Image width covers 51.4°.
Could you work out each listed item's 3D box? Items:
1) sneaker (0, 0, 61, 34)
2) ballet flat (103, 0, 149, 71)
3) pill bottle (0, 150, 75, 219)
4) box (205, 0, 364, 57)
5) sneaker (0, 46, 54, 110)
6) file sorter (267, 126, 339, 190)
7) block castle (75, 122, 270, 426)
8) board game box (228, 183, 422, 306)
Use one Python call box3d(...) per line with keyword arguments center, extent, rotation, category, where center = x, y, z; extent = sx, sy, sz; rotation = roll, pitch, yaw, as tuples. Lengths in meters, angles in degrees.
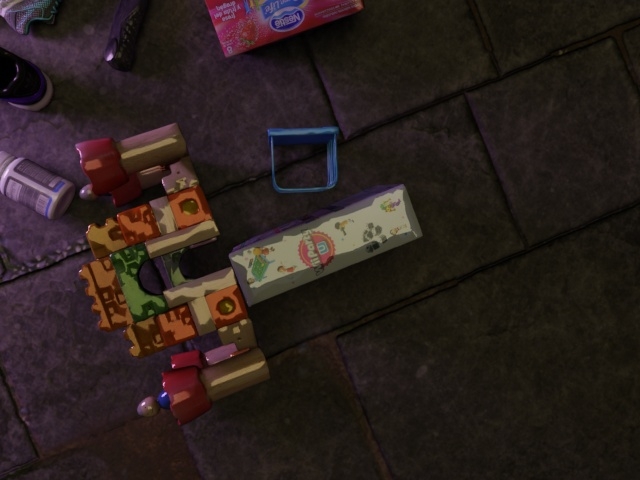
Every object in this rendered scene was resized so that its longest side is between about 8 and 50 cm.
box3d(center=(-0.501, -0.434, 1.213), extent=(0.166, 0.065, 0.076), rotation=(-32, 108, 0), category="sneaker")
box3d(center=(-0.353, -0.397, 1.230), extent=(0.057, 0.049, 0.173), rotation=(16, 84, 29), category="ballet flat")
box3d(center=(-0.520, -0.100, 1.193), extent=(0.137, 0.078, 0.078), rotation=(29, 88, -3), category="pill bottle")
box3d(center=(-0.058, -0.420, 1.163), extent=(0.256, 0.128, 0.123), rotation=(-16, 107, 10), category="box")
box3d(center=(-0.626, -0.318, 1.152), extent=(0.293, 0.146, 0.102), rotation=(16, 89, -4), category="sneaker")
box3d(center=(-0.031, -0.139, 1.182), extent=(0.118, 0.170, 0.105), rotation=(-3, 93, -4), category="file sorter")
box3d(center=(-0.258, 0.057, 1.103), extent=(0.212, 0.303, 0.454), rotation=(-20, 91, -10), category="block castle")
box3d(center=(0.000, 0.000, 1.157), extent=(0.303, 0.224, 0.098), rotation=(-22, 95, -3), category="board game box")
